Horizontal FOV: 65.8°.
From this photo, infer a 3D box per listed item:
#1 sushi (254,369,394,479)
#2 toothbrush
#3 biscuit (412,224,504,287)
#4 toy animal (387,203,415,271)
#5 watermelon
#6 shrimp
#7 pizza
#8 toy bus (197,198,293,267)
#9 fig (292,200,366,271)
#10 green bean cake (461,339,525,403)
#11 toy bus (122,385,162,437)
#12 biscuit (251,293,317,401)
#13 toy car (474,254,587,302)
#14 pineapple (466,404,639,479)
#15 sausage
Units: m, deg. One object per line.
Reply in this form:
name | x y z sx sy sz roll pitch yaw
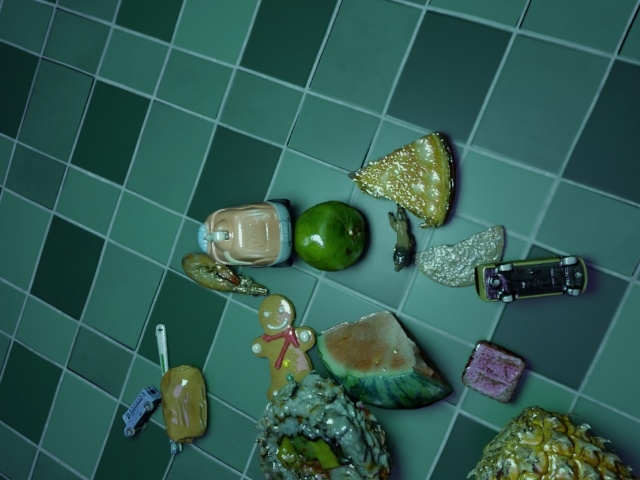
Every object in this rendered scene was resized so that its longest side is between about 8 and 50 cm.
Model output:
sushi | 0.003 0.566 1.353 0.417 0.176 0.417 10 113 24
toothbrush | -0.495 0.480 1.619 0.042 0.040 0.418 -10 83 15
biscuit | 0.388 0.057 1.342 0.250 0.032 0.133 -20 86 15
toy animal | 0.225 -0.018 1.374 0.069 0.086 0.219 -11 70 14
watermelon | 0.153 0.348 1.325 0.292 0.222 0.319 -29 83 11
shrimp | -0.294 0.103 1.506 0.287 0.063 0.152 13 137 11
pizza | 0.244 -0.139 1.344 0.288 0.074 0.251 -22 78 9
toy bus | -0.214 -0.010 1.390 0.288 0.232 0.194 -4 92 52
fig | 0.000 0.000 1.413 0.235 0.203 0.203 -21 84 53
green bean cake | 0.456 0.345 1.312 0.135 0.056 0.135 23 97 14
toy bus | -0.589 0.562 1.627 0.076 0.073 0.167 39 98 16
biscuit | -0.112 0.330 1.491 0.216 0.047 0.339 -11 88 16
toy car | 0.525 0.094 1.253 0.257 0.124 0.101 -6 91 0
pineapple | 0.531 0.571 1.146 0.300 0.352 0.352 39 101 18
sausage | -0.426 0.513 1.551 0.136 0.120 0.241 -3 91 28
